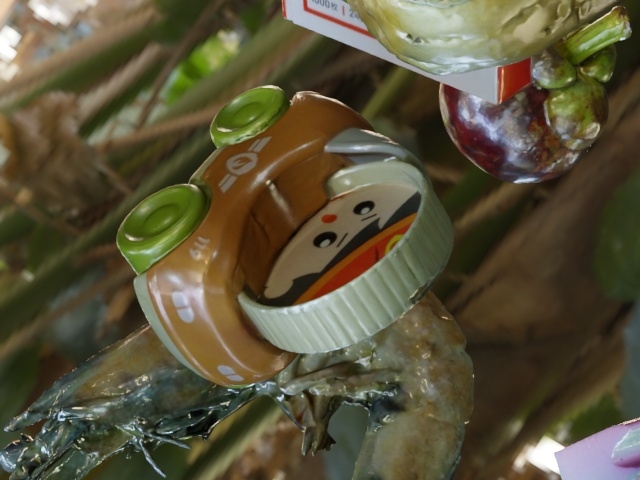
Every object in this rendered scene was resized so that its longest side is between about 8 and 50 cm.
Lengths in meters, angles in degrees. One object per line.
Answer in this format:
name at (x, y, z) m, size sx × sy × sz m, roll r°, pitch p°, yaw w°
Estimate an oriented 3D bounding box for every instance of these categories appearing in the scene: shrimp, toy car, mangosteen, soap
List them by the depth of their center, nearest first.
toy car at (0.000, 0.000, 1.180) m, size 0.235 × 0.235 × 0.145 m, roll 22°, pitch 151°, yaw 53°
soap at (0.267, 0.177, 1.356) m, size 0.100 × 0.149 × 0.056 m, roll 58°, pitch -165°, yaw -65°
shrimp at (-0.073, 0.161, 1.385) m, size 0.272 × 0.445 × 0.085 m, roll 58°, pitch 158°, yaw 26°
mangosteen at (0.184, -0.133, 1.458) m, size 0.156 × 0.146 × 0.181 m, roll 50°, pitch 149°, yaw -3°

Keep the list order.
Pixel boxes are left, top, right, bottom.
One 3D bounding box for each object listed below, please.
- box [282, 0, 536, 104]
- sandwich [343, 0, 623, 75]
box at (0.063, -0.197, 1.301) m, size 0.229 × 0.050 × 0.123 m, roll 27°, pitch 134°, yaw 35°
sandwich at (0.096, -0.212, 0.860) m, size 0.226 × 0.251 × 0.087 m, roll 54°, pitch 171°, yaw 28°
